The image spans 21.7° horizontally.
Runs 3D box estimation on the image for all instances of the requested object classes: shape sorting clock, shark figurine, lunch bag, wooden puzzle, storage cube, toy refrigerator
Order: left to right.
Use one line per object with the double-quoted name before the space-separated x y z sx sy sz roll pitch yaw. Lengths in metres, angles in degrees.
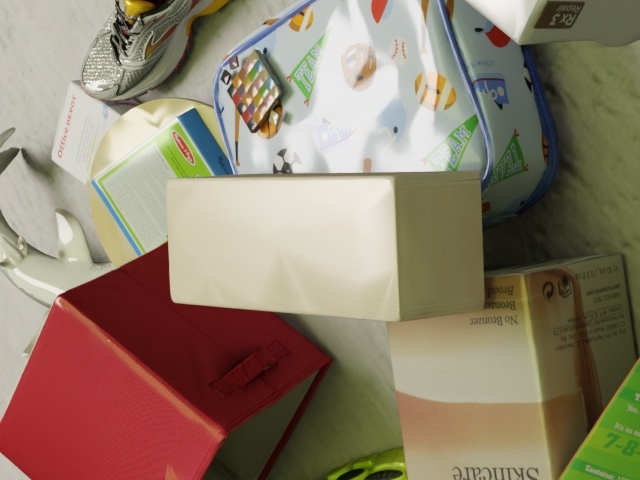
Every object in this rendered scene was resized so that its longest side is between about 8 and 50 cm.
"shark figurine" -0.272 0.021 1.692 0.278 0.116 0.166 37 87 25
"storage cube" -0.142 0.145 1.484 0.193 0.183 0.215 38 123 14
"shape sorting clock" -0.123 -0.031 1.546 0.206 0.040 0.206 11 113 27
"wooden puzzle" -0.054 -0.123 1.371 0.049 0.006 0.083 -52 55 36
"toy refrigerator" 0.000 0.000 1.258 0.269 0.094 0.102 1 95 50
"lunch bag" 0.049 -0.107 1.344 0.303 0.115 0.243 -27 75 44

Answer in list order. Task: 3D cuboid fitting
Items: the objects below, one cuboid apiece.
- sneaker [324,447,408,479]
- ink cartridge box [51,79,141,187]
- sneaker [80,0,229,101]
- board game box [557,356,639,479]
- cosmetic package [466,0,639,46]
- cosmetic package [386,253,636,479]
"sneaker" 0.028 0.265 1.445 0.295 0.109 0.123 -27 100 42
"ink cartridge box" -0.201 -0.093 1.630 0.122 0.052 0.088 34 118 34
"sneaker" -0.163 -0.214 1.539 0.225 0.093 0.088 -47 64 34
"board game box" 0.259 0.130 1.142 0.124 0.039 0.259 34 99 8
"cosmetic package" 0.111 -0.301 1.183 0.385 0.217 0.156 42 124 30
"cosmetic package" 0.156 0.166 1.268 0.153 0.129 0.296 -9 90 44
